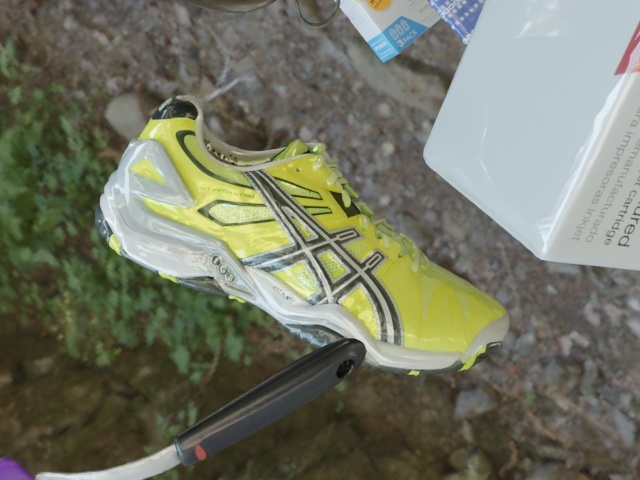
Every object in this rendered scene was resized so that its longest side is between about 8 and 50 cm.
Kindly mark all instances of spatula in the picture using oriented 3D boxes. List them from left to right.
[{"bbox_3d":[-0.105,0.126,0.610,0.084,0.296,0.030,77,167,-46],"label":"spatula"}]

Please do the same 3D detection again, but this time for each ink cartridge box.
[{"bbox_3d":[0.071,-0.335,1.369,0.181,0.104,0.061,50,167,-9],"label":"ink cartridge box"},{"bbox_3d":[0.219,-0.087,0.553,0.114,0.272,0.197,48,124,48],"label":"ink cartridge box"}]

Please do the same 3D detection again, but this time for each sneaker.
[{"bbox_3d":[0.000,0.000,0.940,0.384,0.147,0.145,22,-165,-9],"label":"sneaker"}]

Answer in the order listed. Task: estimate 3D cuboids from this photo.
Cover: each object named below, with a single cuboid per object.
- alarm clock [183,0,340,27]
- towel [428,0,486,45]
[{"bbox_3d":[-0.053,-0.224,0.792,0.192,0.129,0.064,35,179,-33],"label":"alarm clock"},{"bbox_3d":[0.306,-0.217,1.117,0.336,0.243,0.040,47,-176,-1],"label":"towel"}]
